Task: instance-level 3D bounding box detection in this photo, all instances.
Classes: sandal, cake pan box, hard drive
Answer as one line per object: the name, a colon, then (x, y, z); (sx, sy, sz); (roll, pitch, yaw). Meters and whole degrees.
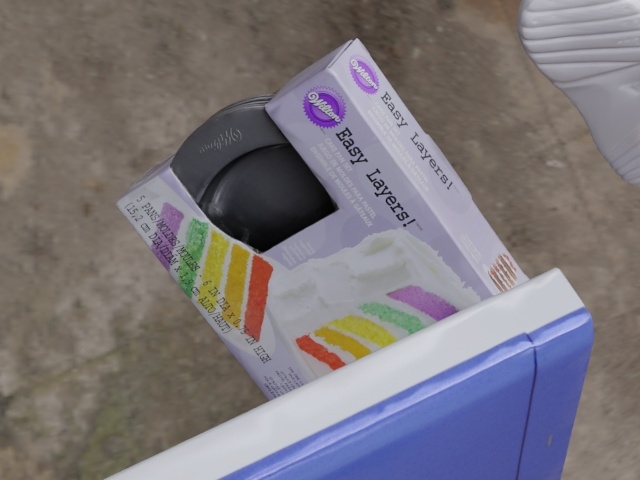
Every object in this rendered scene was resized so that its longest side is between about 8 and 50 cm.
sandal: (0.203, -0.120, 1.031); (0.102, 0.265, 0.076); (-20, 57, 23)
cake pan box: (0.000, 0.000, 1.291); (0.246, 0.070, 0.267); (-28, 104, 31)
hard drive: (-0.028, 0.140, 0.751); (0.319, 0.210, 0.040); (-24, 61, -12)
